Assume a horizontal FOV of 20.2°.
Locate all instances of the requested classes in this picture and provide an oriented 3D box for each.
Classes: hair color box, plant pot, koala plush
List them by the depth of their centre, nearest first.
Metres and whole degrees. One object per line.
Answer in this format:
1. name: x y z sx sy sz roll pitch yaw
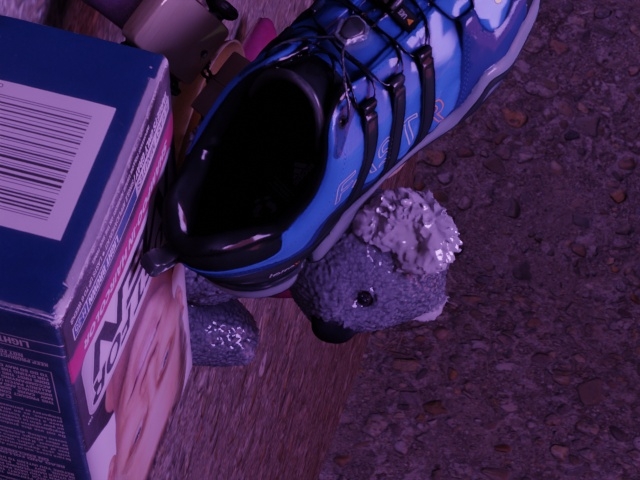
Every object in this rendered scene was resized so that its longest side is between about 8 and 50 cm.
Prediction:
1. hair color box: -0.152 0.049 1.047 0.347 0.105 0.174 93 13 -59
2. koala plush: 0.000 0.000 1.389 0.196 0.221 0.203 87 19 -65
3. plant pot: -0.109 -0.051 1.465 0.236 0.032 0.236 14 90 -84

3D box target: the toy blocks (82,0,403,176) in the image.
1. toy blocks: -0.028 -0.231 1.180 0.309 0.260 0.288 -52 141 -1

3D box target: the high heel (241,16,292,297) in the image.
1. high heel: -0.040 -0.071 1.608 0.082 0.117 0.244 -22 125 -81

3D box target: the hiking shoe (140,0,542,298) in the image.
1. hiking shoe: 0.026 -0.090 0.993 0.304 0.113 0.132 -55 170 6
